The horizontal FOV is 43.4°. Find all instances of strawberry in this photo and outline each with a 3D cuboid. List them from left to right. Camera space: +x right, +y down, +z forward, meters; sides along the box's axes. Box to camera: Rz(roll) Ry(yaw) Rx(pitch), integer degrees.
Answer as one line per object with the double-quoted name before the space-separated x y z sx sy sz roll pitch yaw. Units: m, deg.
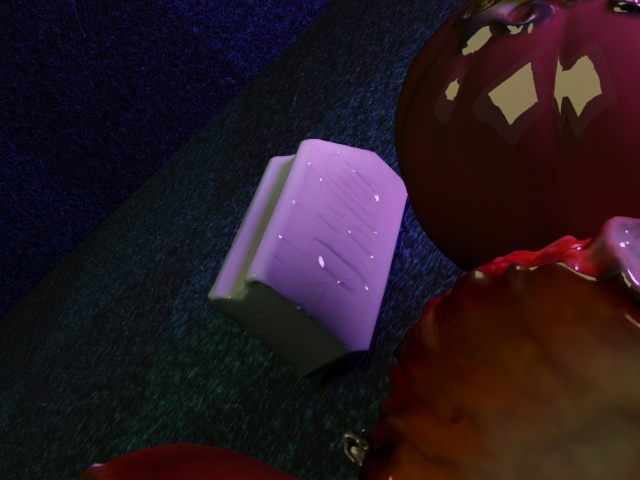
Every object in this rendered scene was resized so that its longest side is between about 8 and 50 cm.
"strawberry" 0.154 0.136 0.443 0.149 0.265 0.336 -16 -23 -35

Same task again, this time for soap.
"soap" 0.000 0.000 0.941 0.095 0.173 0.290 -29 30 39

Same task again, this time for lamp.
"lamp" 0.202 -0.083 0.563 0.303 0.257 0.303 -13 27 6

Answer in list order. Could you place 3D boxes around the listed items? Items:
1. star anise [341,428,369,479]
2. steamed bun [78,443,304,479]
"star anise" 0.062 0.210 0.638 0.208 0.063 0.172 -25 35 46
"steamed bun" -0.060 0.320 0.451 0.235 0.248 0.379 -14 56 61
